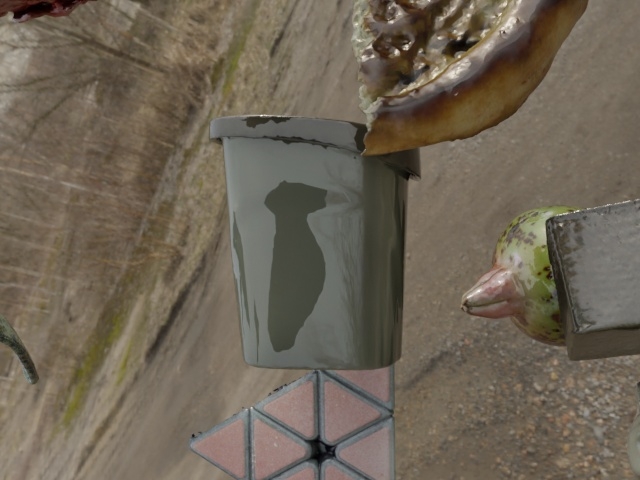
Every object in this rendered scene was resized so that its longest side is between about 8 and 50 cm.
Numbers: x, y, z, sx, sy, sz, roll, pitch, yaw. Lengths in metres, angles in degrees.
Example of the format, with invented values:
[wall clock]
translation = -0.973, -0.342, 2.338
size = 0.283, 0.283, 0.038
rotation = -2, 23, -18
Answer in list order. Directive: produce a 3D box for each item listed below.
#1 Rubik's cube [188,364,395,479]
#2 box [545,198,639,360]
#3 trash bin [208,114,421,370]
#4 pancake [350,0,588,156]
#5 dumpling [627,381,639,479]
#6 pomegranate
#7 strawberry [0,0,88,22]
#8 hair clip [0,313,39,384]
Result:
[Rubik's cube]
translation = 0.010, 0.264, 0.829
size = 0.228, 0.233, 0.228
rotation = 2, 49, 44
[box]
translation = 0.405, 0.038, 0.672
size = 0.273, 0.184, 0.143
rotation = -11, 67, 18
[trash bin]
translation = 0.000, 0.000, 0.666
size = 0.220, 0.219, 0.250
rotation = -22, -69, -80
[pancake]
translation = 0.130, -0.187, 0.513
size = 0.056, 0.212, 0.257
rotation = 84, -174, -76
[dumpling]
translation = 0.401, 0.245, 0.689
size = 0.092, 0.176, 0.150
rotation = 6, 45, 29
[pomegranate]
translation = 0.321, 0.064, 0.901
size = 0.214, 0.247, 0.214
rotation = 161, 90, -79
[strawberry]
translation = -0.196, -0.184, 0.356
size = 0.236, 0.111, 0.190
rotation = -17, 64, 11
[hair clip]
translation = -0.432, 0.124, 0.807
size = 0.066, 0.036, 0.229
rotation = 42, 158, 39
